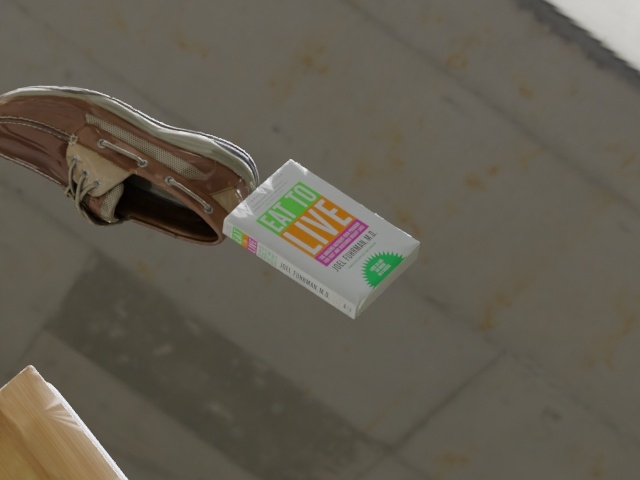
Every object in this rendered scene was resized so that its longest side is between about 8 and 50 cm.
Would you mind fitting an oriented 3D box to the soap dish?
[{"bbox_3d":[-0.356,0.339,1.840,0.291,0.118,0.229,48,-68,20],"label":"soap dish"}]

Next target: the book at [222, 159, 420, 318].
[{"bbox_3d":[0.000,0.000,1.284,0.144,0.096,0.035,32,-40,19],"label":"book"}]

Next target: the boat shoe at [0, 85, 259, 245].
[{"bbox_3d":[-0.234,-0.080,1.658,0.324,0.116,0.123,15,-37,5],"label":"boat shoe"}]
